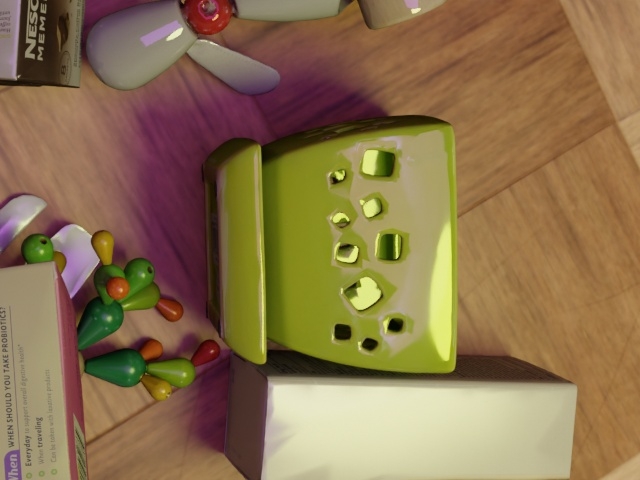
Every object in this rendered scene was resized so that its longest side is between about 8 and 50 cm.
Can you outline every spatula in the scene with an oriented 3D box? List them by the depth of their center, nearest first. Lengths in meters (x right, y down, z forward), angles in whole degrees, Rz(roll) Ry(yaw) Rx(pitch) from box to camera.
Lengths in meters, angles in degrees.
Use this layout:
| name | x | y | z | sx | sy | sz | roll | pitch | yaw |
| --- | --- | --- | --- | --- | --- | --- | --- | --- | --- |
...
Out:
| name | x | y | z | sx | sy | sz | roll | pitch | yaw |
| --- | --- | --- | --- | --- | --- | --- | --- | --- | --- |
| spatula | -0.338 | 0.048 | 1.351 | 0.168 | 0.019 | 0.242 | 43 | 83 | -16 |

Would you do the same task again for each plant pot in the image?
| name | x | y | z | sx | sy | sz | roll | pitch | yaw |
| --- | --- | --- | --- | --- | --- | --- | --- | --- | --- |
| plant pot | 0.000 | 0.000 | 1.344 | 0.207 | 0.228 | 0.227 | -2 | 96 | -9 |

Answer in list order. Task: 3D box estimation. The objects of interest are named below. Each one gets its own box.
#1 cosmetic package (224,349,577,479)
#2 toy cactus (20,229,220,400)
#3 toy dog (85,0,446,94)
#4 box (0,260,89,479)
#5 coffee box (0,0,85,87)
| name | x | y | z | sx | sy | sz | roll | pitch | yaw |
| --- | --- | --- | --- | --- | --- | --- | --- | --- | --- |
| cosmetic package | 0.075 | 0.174 | 1.410 | 0.310 | 0.160 | 0.113 | 2 | 95 | -15 |
| toy cactus | -0.212 | 0.094 | 1.346 | 0.180 | 0.112 | 0.219 | -46 | 127 | 2 |
| toy dog | -0.051 | -0.246 | 1.364 | 0.334 | 0.161 | 0.220 | -2 | 99 | -1 |
| box | -0.319 | 0.150 | 1.180 | 0.243 | 0.117 | 0.213 | -8 | 64 | -4 |
| coffee box | -0.278 | -0.282 | 1.247 | 0.119 | 0.168 | 0.297 | 5 | 94 | 8 |
